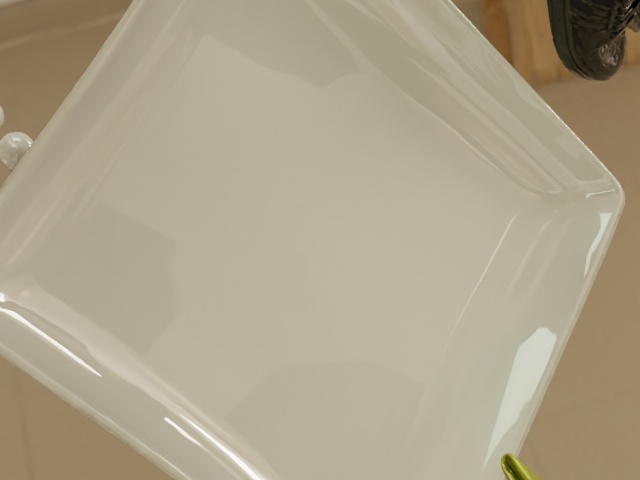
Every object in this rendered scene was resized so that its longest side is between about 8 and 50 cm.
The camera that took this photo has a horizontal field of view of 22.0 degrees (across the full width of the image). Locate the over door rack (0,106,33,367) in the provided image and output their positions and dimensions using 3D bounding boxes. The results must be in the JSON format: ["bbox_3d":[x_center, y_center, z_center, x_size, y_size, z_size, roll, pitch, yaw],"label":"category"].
[{"bbox_3d":[-0.263,-0.072,0.991,0.108,0.324,0.239,-48,24,-4],"label":"over door rack"}]

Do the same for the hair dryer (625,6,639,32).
[{"bbox_3d":[0.326,-0.162,1.130,0.224,0.293,0.080,34,83,6],"label":"hair dryer"}]

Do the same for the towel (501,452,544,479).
[{"bbox_3d":[0.172,0.190,0.878,0.021,0.237,0.102,-44,48,6],"label":"towel"}]

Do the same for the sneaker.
[{"bbox_3d":[0.169,-0.150,0.914,0.089,0.170,0.051,12,54,35],"label":"sneaker"}]

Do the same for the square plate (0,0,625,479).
[{"bbox_3d":[0.000,0.000,0.904,0.049,0.347,0.344,-12,42,51],"label":"square plate"}]
